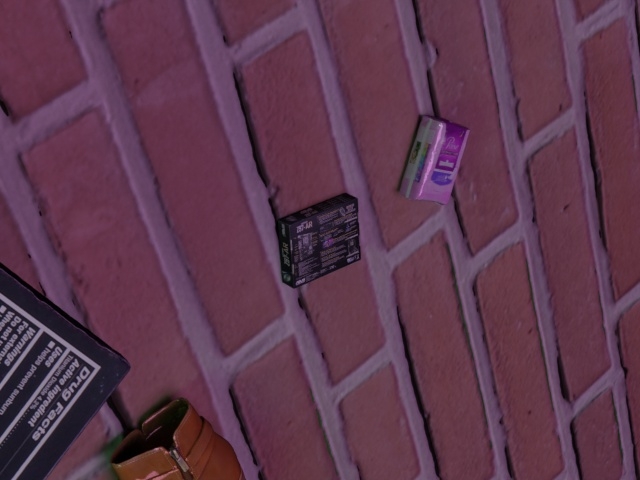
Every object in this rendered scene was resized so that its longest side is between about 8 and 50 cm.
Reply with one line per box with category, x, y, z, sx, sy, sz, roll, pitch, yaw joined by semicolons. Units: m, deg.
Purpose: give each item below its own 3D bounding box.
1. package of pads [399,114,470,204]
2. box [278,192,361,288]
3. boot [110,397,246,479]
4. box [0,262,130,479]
package of pads;0.112;-0.077;1.306;0.050;0.032;0.083;6;104;-46
box;0.000;0.000;1.250;0.083;0.018;0.067;-23;122;-33
boot;-0.151;0.247;1.191;0.197;0.073;0.152;-52;136;-29
box;-0.335;0.095;0.825;0.296;0.182;0.294;-53;131;-9
